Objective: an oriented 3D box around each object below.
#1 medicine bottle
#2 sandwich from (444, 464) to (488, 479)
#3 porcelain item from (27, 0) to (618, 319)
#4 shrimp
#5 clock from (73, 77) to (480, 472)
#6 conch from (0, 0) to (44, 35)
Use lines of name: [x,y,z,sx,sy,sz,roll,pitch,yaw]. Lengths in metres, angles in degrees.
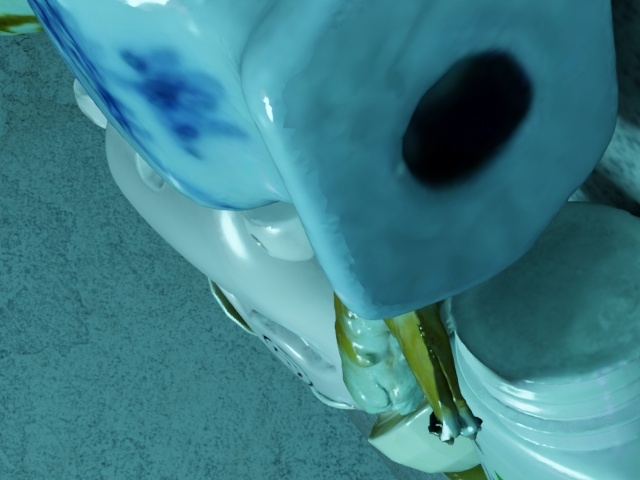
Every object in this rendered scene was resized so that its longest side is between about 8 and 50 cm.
medicine bottle: [0.163,0.119,0.614,0.179,0.124,0.324,34,159,39]
sandwich: [0.211,0.266,0.993,0.258,0.096,0.094,53,177,-7]
porcelain item: [-0.056,-0.149,0.513,0.405,0.178,0.242,43,166,40]
shrimp: [0.047,0.065,0.542,0.166,0.049,0.161,-120,17,-52]
clock: [0.000,0.000,0.789,0.342,0.184,0.326,42,168,45]
conch: [-0.339,-0.324,1.191,0.249,0.197,0.368,33,178,-7]
